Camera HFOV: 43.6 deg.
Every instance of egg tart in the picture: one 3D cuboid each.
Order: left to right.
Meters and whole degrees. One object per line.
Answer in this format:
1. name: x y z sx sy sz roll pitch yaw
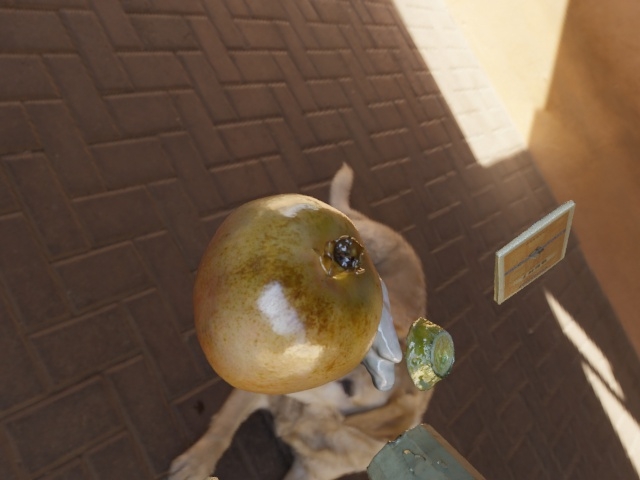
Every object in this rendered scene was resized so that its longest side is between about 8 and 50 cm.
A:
1. egg tart: 0.279 0.290 2.030 0.197 0.078 0.197 6 82 -54

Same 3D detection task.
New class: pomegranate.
1. pomegranate: -0.044 0.080 1.179 0.319 0.319 0.319 35 42 -39

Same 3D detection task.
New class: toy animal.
1. toy animal: 0.015 0.136 1.418 0.188 0.266 0.307 7 53 -20

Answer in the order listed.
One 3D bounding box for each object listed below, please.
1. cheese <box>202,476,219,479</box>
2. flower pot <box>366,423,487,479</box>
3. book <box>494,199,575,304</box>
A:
1. cheese: -0.159 0.431 1.273 0.044 0.194 0.064 -5 92 -21
2. flower pot: 0.192 0.425 1.352 0.212 0.212 0.202 11 34 -53
3. book: 0.392 0.028 1.481 0.018 0.170 0.241 53 -4 26
